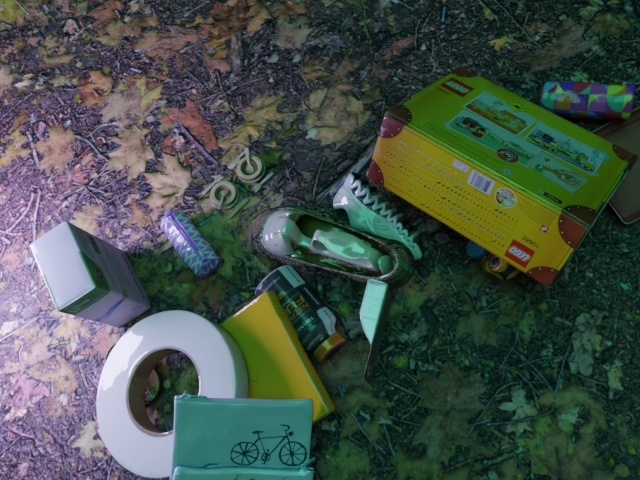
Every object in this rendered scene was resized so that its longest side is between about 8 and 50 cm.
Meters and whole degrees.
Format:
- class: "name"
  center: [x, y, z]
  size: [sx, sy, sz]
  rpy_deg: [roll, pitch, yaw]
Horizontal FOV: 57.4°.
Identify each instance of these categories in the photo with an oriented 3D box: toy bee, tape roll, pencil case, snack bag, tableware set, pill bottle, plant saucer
- class: "toy bee"
  center: [0.449, 0.036, 1.422]
  size: [0.195, 0.162, 0.299]
  rpy_deg: [9, 78, -31]
- class: "tape roll"
  center: [-0.361, 0.364, 1.405]
  size: [0.391, 0.072, 0.393]
  rpy_deg: [-6, 70, 18]
- class: "pencil case"
  center: [0.699, -0.368, 1.528]
  size: [0.236, 0.104, 0.105]
  rpy_deg: [8, 73, 25]
- class: "snack bag"
  center: [-0.169, 0.505, 1.289]
  size: [0.322, 0.037, 0.343]
  rpy_deg: [5, 96, -10]
- class: "tableware set"
  center: [-0.240, -0.172, 1.670]
  size: [0.128, 0.039, 0.194]
  rpy_deg: [41, 82, 19]
- class: "pill bottle"
  center: [-0.045, 0.189, 1.469]
  size: [0.130, 0.130, 0.246]
  rpy_deg: [-41, 70, -5]
- class: "plant saucer"
  center: [0.813, -0.195, 1.502]
  size: [0.258, 0.048, 0.259]
  rpy_deg: [-27, 69, -1]
- class: "pencil case"
  center: [-0.357, 0.010, 1.604]
  size: [0.086, 0.088, 0.206]
  rpy_deg: [-41, 69, -7]

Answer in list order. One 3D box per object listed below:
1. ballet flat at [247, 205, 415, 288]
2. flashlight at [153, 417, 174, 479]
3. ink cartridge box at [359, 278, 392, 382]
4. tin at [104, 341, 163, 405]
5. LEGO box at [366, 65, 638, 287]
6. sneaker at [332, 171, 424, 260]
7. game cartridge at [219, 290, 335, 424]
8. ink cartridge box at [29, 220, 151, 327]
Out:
- class: "ballet flat"
  center: [0.000, 0.000, 1.468]
  size: [0.482, 0.182, 0.164]
  rpy_deg: [16, 85, 21]
- class: "flashlight"
  center: [-0.314, 0.576, 1.405]
  size: [0.103, 0.103, 0.304]
  rpy_deg: [-49, 59, 39]
- class: "ink cartridge box"
  center: [0.119, 0.221, 1.406]
  size: [0.056, 0.181, 0.225]
  rpy_deg: [15, 76, 14]
- class: "tin"
  center: [-0.491, 0.349, 1.540]
  size: [0.106, 0.040, 0.190]
  rpy_deg: [-41, 70, -1]
- class: "LEGO box"
  center: [0.425, -0.178, 1.389]
  size: [0.500, 0.193, 0.372]
  rpy_deg: [35, 48, 20]
- class: "sneaker"
  center: [0.154, -0.045, 1.542]
  size: [0.292, 0.110, 0.118]
  rpy_deg: [46, 108, 14]
- class: "game cartridge"
  center: [-0.148, 0.331, 1.421]
  size: [0.285, 0.052, 0.324]
  rpy_deg: [-36, 70, 22]
- class: "ink cartridge box"
  center: [-0.585, 0.097, 1.512]
  size: [0.117, 0.278, 0.201]
  rpy_deg: [-33, 70, 1]
